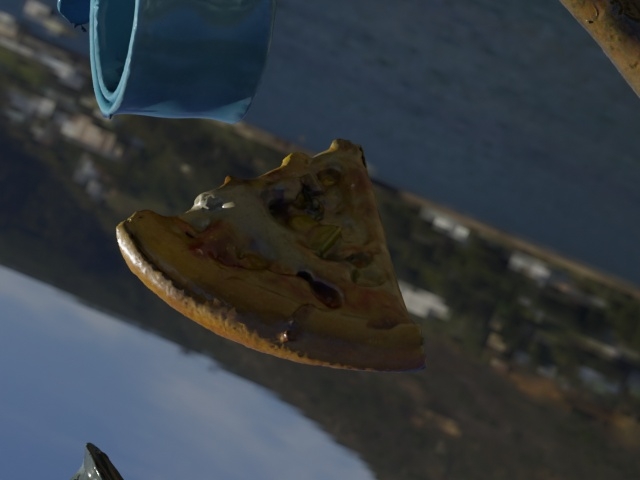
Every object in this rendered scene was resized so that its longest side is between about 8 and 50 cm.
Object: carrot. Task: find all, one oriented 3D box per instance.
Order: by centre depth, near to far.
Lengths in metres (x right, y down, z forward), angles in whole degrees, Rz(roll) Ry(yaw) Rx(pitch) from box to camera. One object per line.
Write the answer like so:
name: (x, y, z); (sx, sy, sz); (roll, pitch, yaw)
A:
carrot: (0.216, -0.211, 1.475); (0.342, 0.070, 0.070); (48, -179, -3)

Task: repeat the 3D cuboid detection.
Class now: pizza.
pizza: (0.000, 0.000, 1.040); (0.185, 0.176, 0.036); (30, 142, 15)

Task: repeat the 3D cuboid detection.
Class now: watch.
watch: (-0.092, -0.162, 1.170); (0.211, 0.211, 0.193); (22, -142, -33)

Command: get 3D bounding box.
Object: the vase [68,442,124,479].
vase: (-0.193, 0.197, 1.142); (0.059, 0.167, 0.059); (53, 177, 4)
